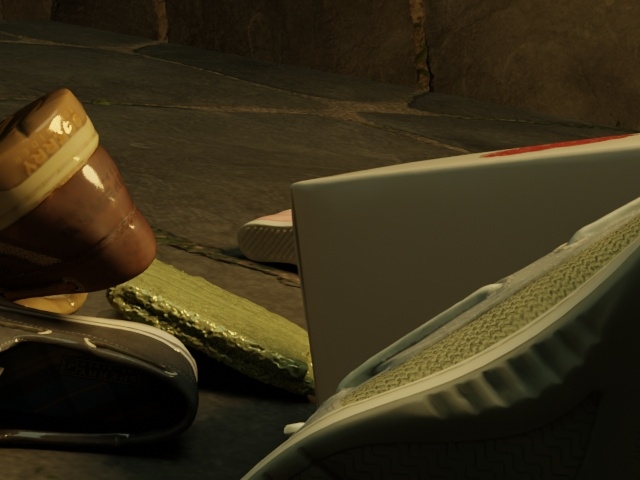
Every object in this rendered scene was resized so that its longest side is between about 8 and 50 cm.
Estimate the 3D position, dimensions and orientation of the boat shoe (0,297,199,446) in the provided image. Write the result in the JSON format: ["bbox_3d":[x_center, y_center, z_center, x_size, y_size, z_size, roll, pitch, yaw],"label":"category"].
[{"bbox_3d":[-0.173,0.075,0.659,0.228,0.080,0.076,11,10,-18],"label":"boat shoe"}]

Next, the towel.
[{"bbox_3d":[-0.067,0.055,0.816,0.148,0.027,0.110,26,8,-5],"label":"towel"}]

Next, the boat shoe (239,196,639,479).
[{"bbox_3d":[0.077,0.067,0.430,0.118,0.320,0.103,49,11,0],"label":"boat shoe"}]

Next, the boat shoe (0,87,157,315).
[{"bbox_3d":[-0.201,0.006,0.785,0.342,0.123,0.123,-17,30,55],"label":"boat shoe"}]

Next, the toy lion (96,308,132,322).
[{"bbox_3d":[-0.169,0.070,0.771,0.096,0.034,0.100,0,13,2],"label":"toy lion"}]

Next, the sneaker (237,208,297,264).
[{"bbox_3d":[0.000,0.000,1.095,0.134,0.051,0.070,11,18,31],"label":"sneaker"}]

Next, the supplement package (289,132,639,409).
[{"bbox_3d":[0.157,0.036,0.607,0.292,0.175,0.177,-5,5,37],"label":"supplement package"}]
